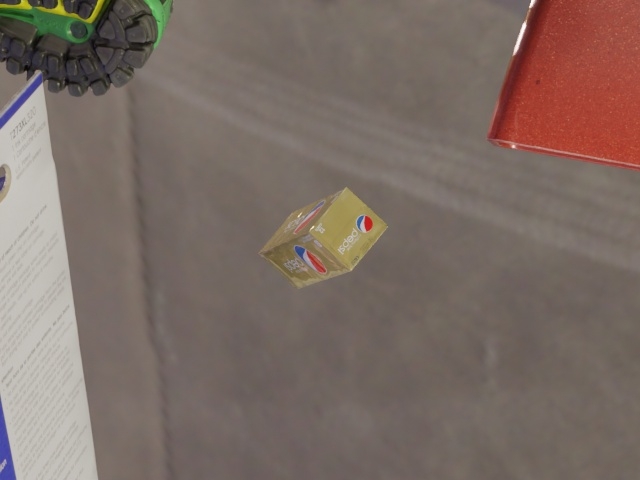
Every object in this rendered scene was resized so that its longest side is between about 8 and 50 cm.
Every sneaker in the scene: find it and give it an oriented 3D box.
[{"bbox_3d":[-0.278,-0.206,1.578,0.344,0.146,0.134,15,122,10],"label":"sneaker"}]

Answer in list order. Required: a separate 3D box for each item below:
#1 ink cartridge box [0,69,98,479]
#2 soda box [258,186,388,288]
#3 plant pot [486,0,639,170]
[{"bbox_3d":[-0.191,0.104,1.080,0.069,0.175,0.371,11,126,16],"label":"ink cartridge box"},{"bbox_3d":[0.000,0.000,1.947,0.058,0.061,0.181,42,163,-8],"label":"soda box"},{"bbox_3d":[0.281,-0.166,1.505,0.267,0.267,0.235,-21,-60,-83],"label":"plant pot"}]
